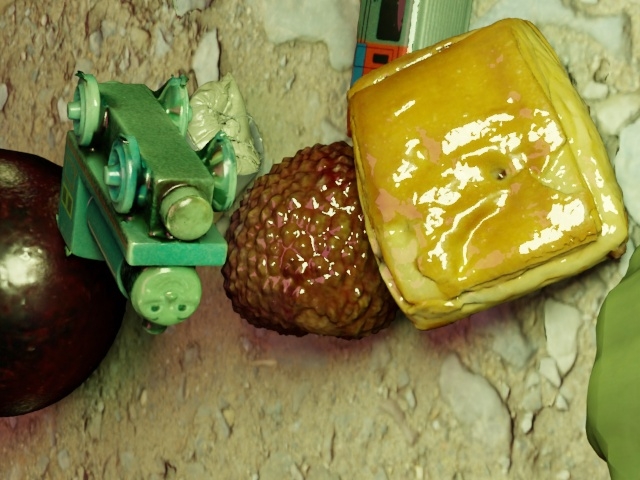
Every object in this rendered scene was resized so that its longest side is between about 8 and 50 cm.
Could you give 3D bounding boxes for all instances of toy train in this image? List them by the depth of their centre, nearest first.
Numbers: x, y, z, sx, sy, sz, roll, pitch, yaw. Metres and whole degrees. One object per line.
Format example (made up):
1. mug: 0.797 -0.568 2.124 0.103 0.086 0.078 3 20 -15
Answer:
1. toy train: 0.100 -0.286 1.767 0.089 0.086 0.410 10 92 45
2. toy train: -0.166 -0.037 1.833 0.298 0.120 0.194 -127 43 -59

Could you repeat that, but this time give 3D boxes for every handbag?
1. handbag: -0.128 -0.079 1.983 0.173 0.095 0.117 -45 58 38

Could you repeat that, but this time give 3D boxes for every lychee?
1. lychee: 0.000 0.000 1.774 0.188 0.188 0.188 -7 80 46

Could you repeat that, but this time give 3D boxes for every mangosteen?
1. mangosteen: -0.353 0.038 2.067 0.297 0.293 0.297 -41 33 35

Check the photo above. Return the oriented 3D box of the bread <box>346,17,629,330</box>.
1. bread: 0.129 -0.062 1.642 0.210 0.099 0.235 -22 68 9

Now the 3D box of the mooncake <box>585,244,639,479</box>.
1. mooncake: 0.335 0.133 1.272 0.194 0.356 0.356 -27 66 43
